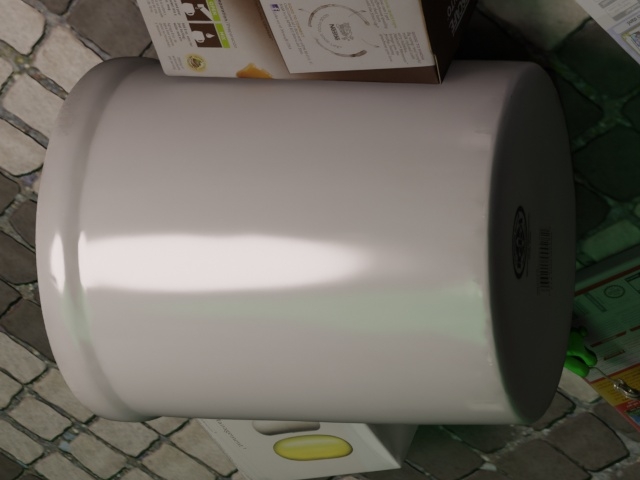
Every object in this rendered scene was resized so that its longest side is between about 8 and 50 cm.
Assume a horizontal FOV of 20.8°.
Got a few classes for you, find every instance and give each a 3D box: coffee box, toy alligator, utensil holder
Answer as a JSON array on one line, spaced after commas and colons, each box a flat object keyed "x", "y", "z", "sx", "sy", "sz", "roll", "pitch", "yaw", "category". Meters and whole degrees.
[{"x": -0.006, "y": -0.208, "z": 1.420, "sx": 0.246, "sy": 0.141, "sz": 0.098, "roll": 5, "pitch": 137, "yaw": 24, "category": "coffee box"}, {"x": 0.229, "y": 0.093, "z": 1.667, "sx": 0.189, "sy": 0.056, "sz": 0.051, "roll": 24, "pitch": 100, "yaw": 2, "category": "toy alligator"}, {"x": 0.000, "y": 0.000, "z": 1.499, "sx": 0.385, "sy": 0.328, "sz": 0.328, "roll": 0, "pitch": 135, "yaw": 22, "category": "utensil holder"}]

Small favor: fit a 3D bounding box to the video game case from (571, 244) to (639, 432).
[{"x": 0.352, "y": 0.120, "z": 1.689, "sx": 0.285, "sy": 0.025, "sz": 0.204, "roll": 43, "pitch": 137, "yaw": -20, "category": "video game case"}]

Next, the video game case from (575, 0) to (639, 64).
[{"x": 0.329, "y": -0.217, "z": 1.301, "sx": 0.244, "sy": 0.061, "sz": 0.269, "roll": 42, "pitch": 137, "yaw": -18, "category": "video game case"}]

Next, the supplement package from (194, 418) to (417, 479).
[{"x": -0.022, "y": 0.131, "z": 1.794, "sx": 0.203, "sy": 0.149, "sz": 0.194, "roll": -13, "pitch": 127, "yaw": 38, "category": "supplement package"}]
